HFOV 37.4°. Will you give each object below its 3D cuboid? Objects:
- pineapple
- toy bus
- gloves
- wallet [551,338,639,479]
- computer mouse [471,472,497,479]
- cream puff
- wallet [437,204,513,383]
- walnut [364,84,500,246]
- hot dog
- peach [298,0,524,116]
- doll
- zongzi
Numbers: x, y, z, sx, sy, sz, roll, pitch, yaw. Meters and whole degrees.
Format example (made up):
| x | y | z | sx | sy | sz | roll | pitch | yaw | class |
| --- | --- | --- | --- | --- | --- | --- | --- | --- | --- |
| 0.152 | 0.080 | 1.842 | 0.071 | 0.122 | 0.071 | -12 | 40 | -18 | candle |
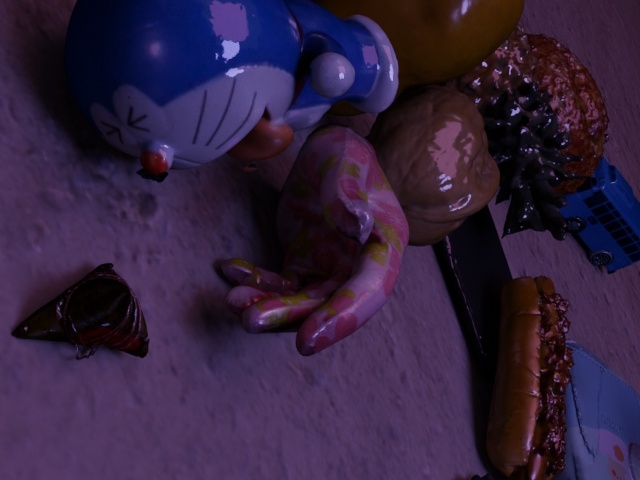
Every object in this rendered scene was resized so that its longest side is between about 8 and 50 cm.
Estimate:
| x | y | z | sx | sy | sz | roll | pitch | yaw | class |
| --- | --- | --- | --- | --- | --- | --- | --- | --- | --- |
| 0.211 | -0.142 | 1.084 | 0.169 | 0.169 | 0.341 | 8 | 49 | -54 | pineapple |
| 0.430 | -0.045 | 1.439 | 0.184 | 0.106 | 0.090 | 43 | 39 | -30 | toy bus |
| 0.007 | 0.007 | 0.728 | 0.126 | 0.145 | 0.241 | 40 | 30 | -31 | gloves |
| 0.319 | 0.255 | 1.078 | 0.176 | 0.075 | 0.251 | 36 | 41 | -32 | wallet |
| 0.182 | 0.303 | 0.850 | 0.105 | 0.062 | 0.192 | 11 | 60 | -53 | computer mouse |
| 0.302 | -0.172 | 1.297 | 0.240 | 0.163 | 0.240 | 42 | 36 | -41 | cream puff |
| 0.178 | 0.023 | 1.084 | 0.146 | 0.030 | 0.286 | 7 | 62 | -55 | wallet |
| 0.101 | -0.070 | 0.924 | 0.166 | 0.149 | 0.167 | -47 | 149 | -40 | walnut |
| 0.224 | 0.150 | 0.980 | 0.102 | 0.076 | 0.249 | 44 | 47 | -42 | hot dog |
| 0.070 | -0.213 | 0.894 | 0.251 | 0.251 | 0.153 | -33 | 102 | -59 | peach |
| -0.064 | -0.125 | 0.697 | 0.256 | 0.215 | 0.161 | -6 | 95 | -45 | doll |
| -0.147 | 0.045 | 0.571 | 0.083 | 0.073 | 0.067 | 109 | -39 | -77 | zongzi |
